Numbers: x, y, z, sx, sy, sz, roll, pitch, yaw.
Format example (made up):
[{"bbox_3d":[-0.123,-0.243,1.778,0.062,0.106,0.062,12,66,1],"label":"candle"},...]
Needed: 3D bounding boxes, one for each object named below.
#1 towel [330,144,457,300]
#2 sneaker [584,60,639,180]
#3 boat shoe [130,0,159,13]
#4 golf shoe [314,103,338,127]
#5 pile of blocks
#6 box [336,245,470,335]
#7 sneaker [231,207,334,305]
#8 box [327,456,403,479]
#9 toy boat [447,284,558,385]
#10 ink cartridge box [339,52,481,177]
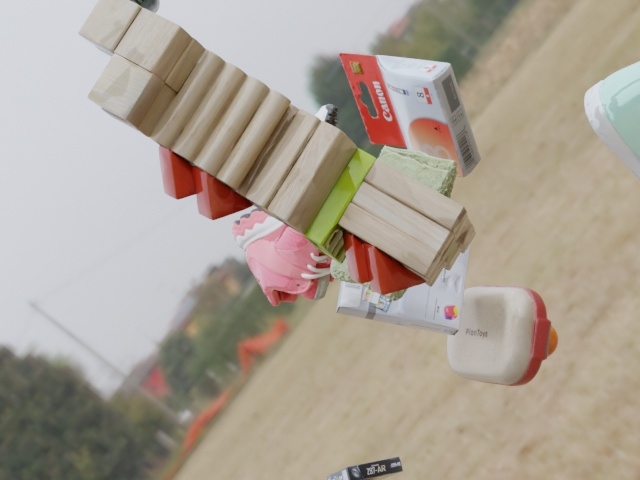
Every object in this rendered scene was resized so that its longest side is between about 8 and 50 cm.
[{"bbox_3d":[0.072,-0.019,1.431,0.110,0.027,0.148,20,85,49],"label":"towel"},{"bbox_3d":[0.386,-0.083,1.387,0.151,0.256,0.094,-30,29,40],"label":"sneaker"},{"bbox_3d":[-0.247,-0.336,1.626,0.083,0.076,0.226,-53,-43,-8],"label":"boat shoe"},{"bbox_3d":[-0.049,-0.134,2.249,0.198,0.094,0.077,-57,-11,5],"label":"golf shoe"},{"bbox_3d":[-0.047,-0.054,1.184,0.112,0.362,0.149,-58,8,-4],"label":"pile of blocks"},{"bbox_3d":[0.127,0.056,2.240,0.038,0.186,0.145,108,172,-71],"label":"box"},{"bbox_3d":[0.000,0.000,1.826,0.116,0.136,0.314,-13,-8,-28],"label":"sneaker"},{"bbox_3d":[0.051,0.271,1.708,0.067,0.018,0.083,-9,-13,-18],"label":"box"},{"bbox_3d":[0.298,0.149,2.272,0.231,0.151,0.151,0,82,63],"label":"toy boat"},{"bbox_3d":[0.099,-0.156,1.801,0.179,0.145,0.045,10,45,40],"label":"ink cartridge box"}]
